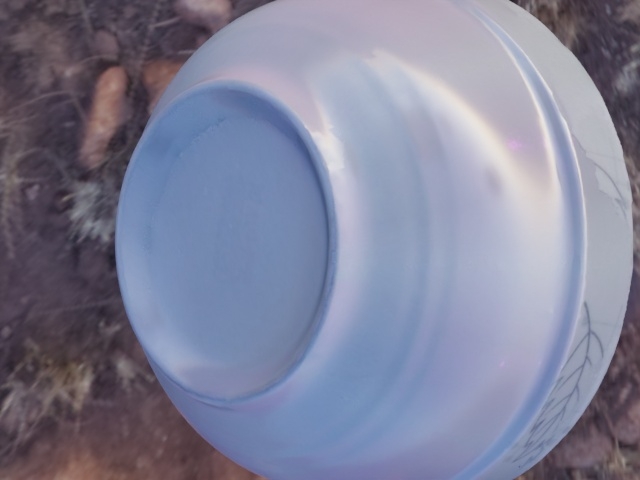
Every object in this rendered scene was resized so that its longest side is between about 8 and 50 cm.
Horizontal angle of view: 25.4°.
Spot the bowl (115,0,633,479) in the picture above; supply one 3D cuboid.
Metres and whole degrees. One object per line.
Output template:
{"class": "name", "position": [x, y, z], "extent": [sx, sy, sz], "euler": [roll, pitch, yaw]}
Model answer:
{"class": "bowl", "position": [0.000, 0.000, 0.724], "extent": [0.287, 0.144, 0.286], "euler": [0, 89, 42]}
